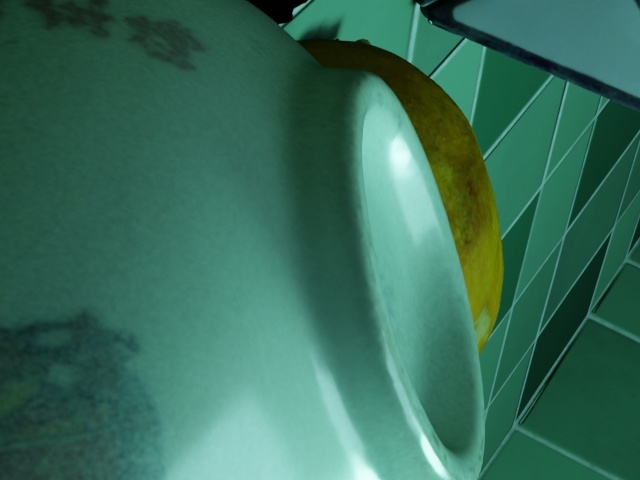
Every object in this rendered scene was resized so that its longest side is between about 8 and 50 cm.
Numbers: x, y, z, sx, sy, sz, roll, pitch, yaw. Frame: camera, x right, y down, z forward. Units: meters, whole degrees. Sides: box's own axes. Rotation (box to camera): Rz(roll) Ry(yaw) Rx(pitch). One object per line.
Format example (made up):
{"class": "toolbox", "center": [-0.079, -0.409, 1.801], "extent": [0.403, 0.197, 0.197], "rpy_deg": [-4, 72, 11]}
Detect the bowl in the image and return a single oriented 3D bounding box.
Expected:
{"class": "bowl", "center": [-0.046, 0.037, 0.662], "extent": [0.435, 0.196, 0.435], "rpy_deg": [-15, 90, -75]}

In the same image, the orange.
{"class": "orange", "center": [0.000, 0.000, 0.987], "extent": [0.261, 0.261, 0.261], "rpy_deg": [-52, 158, -31]}

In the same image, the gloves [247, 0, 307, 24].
{"class": "gloves", "center": [-0.044, -0.220, 0.864], "extent": [0.129, 0.106, 0.181], "rpy_deg": [15, 73, -72]}

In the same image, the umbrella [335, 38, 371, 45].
{"class": "umbrella", "center": [-0.006, -0.125, 1.144], "extent": [0.144, 0.040, 0.037], "rpy_deg": [-31, 151, -52]}

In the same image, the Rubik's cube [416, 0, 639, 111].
{"class": "Rubik's cube", "center": [0.300, -0.311, 1.295], "extent": [0.307, 0.305, 0.310], "rpy_deg": [-43, 153, -47]}
